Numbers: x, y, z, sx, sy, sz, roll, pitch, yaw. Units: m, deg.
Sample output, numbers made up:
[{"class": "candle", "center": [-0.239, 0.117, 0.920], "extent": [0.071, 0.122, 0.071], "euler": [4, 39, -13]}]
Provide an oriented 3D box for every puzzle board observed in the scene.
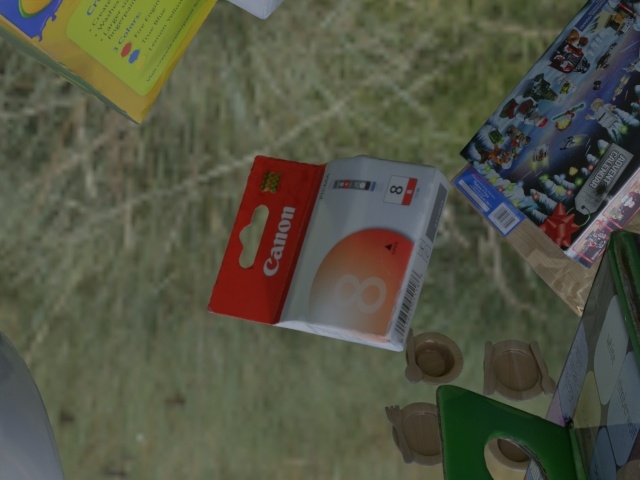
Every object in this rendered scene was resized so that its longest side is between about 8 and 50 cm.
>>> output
[{"class": "puzzle board", "center": [0.165, -0.027, 1.135], "extent": [0.096, 0.128, 0.011], "euler": [-45, 174, 7]}]

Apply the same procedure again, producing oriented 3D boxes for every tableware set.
[{"class": "tableware set", "center": [0.141, 0.147, 1.558], "extent": [0.168, 0.141, 0.020], "euler": [7, 148, -10]}]

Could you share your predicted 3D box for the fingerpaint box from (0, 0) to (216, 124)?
[{"class": "fingerpaint box", "center": [-0.160, -0.368, 1.470], "extent": [0.163, 0.445, 0.371], "euler": [31, 178, 16]}]

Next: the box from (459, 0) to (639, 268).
[{"class": "box", "center": [0.144, -0.066, 0.840], "extent": [0.027, 0.137, 0.094], "euler": [30, -167, -48]}]

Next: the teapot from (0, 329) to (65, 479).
[{"class": "teapot", "center": [-0.245, 0.152, 0.851], "extent": [0.187, 0.253, 0.256], "euler": [-5, -170, -27]}]

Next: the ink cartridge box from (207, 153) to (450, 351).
[{"class": "ink cartridge box", "center": [0.000, 0.000, 1.338], "extent": [0.179, 0.145, 0.045], "euler": [10, 165, 24]}]

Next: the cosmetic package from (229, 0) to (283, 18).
[{"class": "cosmetic package", "center": [-0.150, -0.333, 0.982], "extent": [0.377, 0.097, 0.284], "euler": [30, 143, 13]}]

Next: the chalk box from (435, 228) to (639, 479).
[{"class": "chalk box", "center": [0.138, 0.092, 0.537], "extent": [0.213, 0.132, 0.132], "euler": [9, 122, -6]}]
